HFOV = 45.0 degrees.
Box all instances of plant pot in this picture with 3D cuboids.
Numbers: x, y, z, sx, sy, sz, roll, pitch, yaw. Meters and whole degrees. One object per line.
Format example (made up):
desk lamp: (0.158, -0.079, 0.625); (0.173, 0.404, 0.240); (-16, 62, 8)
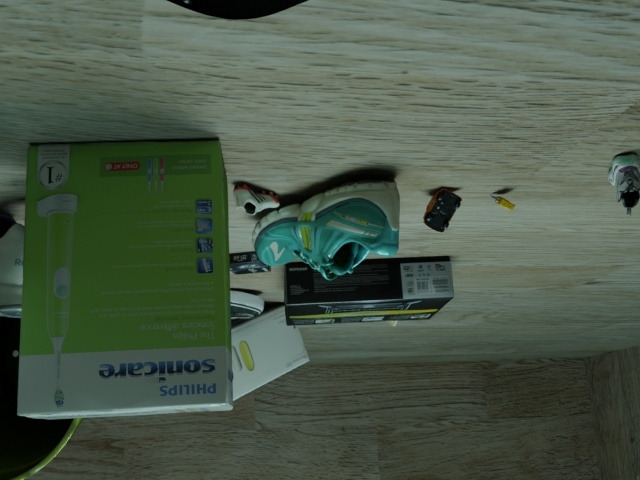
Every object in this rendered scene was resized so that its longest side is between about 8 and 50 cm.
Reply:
plant pot: (-0.536, 0.220, 1.383); (0.367, 0.366, 0.353); (-4, 176, 2)

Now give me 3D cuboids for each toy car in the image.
toy car: (0.198, -0.039, 1.056); (0.122, 0.060, 0.040); (8, -165, -14)

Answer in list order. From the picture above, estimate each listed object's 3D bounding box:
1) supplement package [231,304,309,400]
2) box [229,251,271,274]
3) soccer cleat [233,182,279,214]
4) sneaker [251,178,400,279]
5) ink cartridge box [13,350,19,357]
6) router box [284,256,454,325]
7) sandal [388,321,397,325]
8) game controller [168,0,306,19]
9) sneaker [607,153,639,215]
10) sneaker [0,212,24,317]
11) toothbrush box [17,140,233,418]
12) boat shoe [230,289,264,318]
supplement package: (-0.197, 0.261, 1.752); (0.204, 0.145, 0.262); (-17, -177, 43)
box: (-0.128, 0.040, 1.344); (0.067, 0.018, 0.083); (-5, 165, 9)
soccer cleat: (-0.082, -0.048, 0.993); (0.029, 0.035, 0.083); (-12, 162, 30)
sneaker: (0.000, 0.000, 1.031); (0.107, 0.109, 0.275); (-1, 168, -38)
ink cartridge box: (-0.726, 0.204, 1.623); (0.176, 0.127, 0.128); (-10, 163, 19)
router box: (0.083, 0.104, 1.506); (0.309, 0.081, 0.243); (-2, 165, -4)
sandal: (0.172, 0.149, 1.696); (0.240, 0.079, 0.088); (3, 164, -22)
game controller: (-0.113, -0.191, 0.393); (0.166, 0.067, 0.319); (-17, 159, 42)
sneaker: (0.385, -0.062, 0.972); (0.038, 0.069, 0.098); (-9, 164, 21)
sneaker: (-0.459, 0.024, 1.059); (0.297, 0.129, 0.111); (9, 177, 38)
toothbrush box: (-0.203, 0.045, 0.838); (0.206, 0.283, 0.122); (-3, 165, -4)
boat shoe: (-0.264, 0.158, 1.588); (0.306, 0.104, 0.113); (4, 163, -26)
